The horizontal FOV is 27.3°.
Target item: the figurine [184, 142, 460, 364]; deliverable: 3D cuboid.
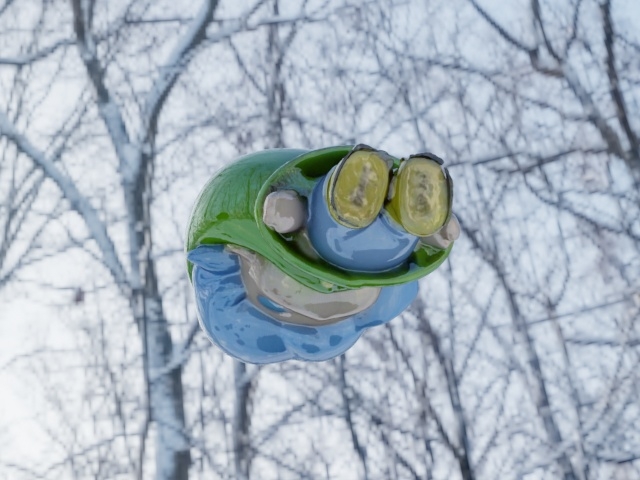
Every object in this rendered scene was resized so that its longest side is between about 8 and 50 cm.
[{"bbox_3d":[0.000,0.000,0.856,0.162,0.143,0.263,1,-15,-20],"label":"figurine"}]
